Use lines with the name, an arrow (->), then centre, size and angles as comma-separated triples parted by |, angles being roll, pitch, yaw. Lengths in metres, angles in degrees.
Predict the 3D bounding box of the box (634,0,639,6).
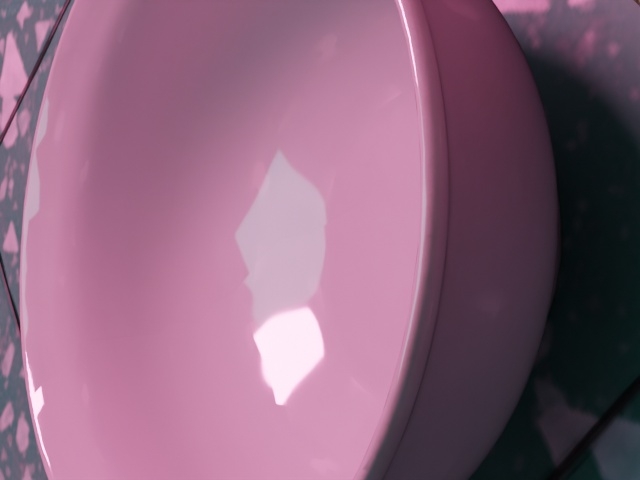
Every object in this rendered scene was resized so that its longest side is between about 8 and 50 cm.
box -> 0.143, -0.139, 0.427 | 0.293, 0.057, 0.201 | -114, 26, -54

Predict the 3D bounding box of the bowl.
bowl -> 0.000, 0.000, 0.643 | 0.298, 0.134, 0.298 | -13, 74, 54
